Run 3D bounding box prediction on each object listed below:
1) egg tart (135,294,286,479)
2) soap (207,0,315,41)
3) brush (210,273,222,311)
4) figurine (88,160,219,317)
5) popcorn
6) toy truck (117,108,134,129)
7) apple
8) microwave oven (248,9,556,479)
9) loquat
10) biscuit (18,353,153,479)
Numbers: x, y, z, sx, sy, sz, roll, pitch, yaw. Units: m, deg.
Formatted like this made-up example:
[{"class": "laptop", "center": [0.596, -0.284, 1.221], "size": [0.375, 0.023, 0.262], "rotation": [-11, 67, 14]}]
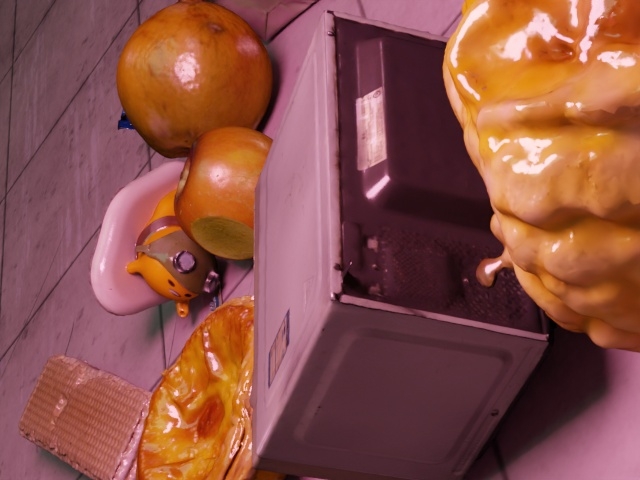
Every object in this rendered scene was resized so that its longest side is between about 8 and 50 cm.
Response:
[{"class": "egg tart", "center": [-0.097, 0.204, 1.691], "size": [0.295, 0.116, 0.294], "rotation": [-40, 37, 40]}, {"class": "soap", "center": [-0.068, -0.420, 2.168], "size": [0.182, 0.138, 0.199], "rotation": [-32, 41, 49]}, {"class": "brush", "center": [-0.136, 0.073, 1.993], "size": [0.016, 0.013, 0.083], "rotation": [-52, 27, 29]}, {"class": "figurine", "center": [-0.182, -0.008, 2.020], "size": [0.141, 0.166, 0.250], "rotation": [-6, 50, 43]}, {"class": "popcorn", "center": [0.267, -0.097, 1.134], "size": [0.382, 0.349, 0.349], "rotation": [-22, 40, 12]}, {"class": "toy truck", "center": [-0.221, -0.233, 2.298], "size": [0.208, 0.126, 0.113], "rotation": [-28, 44, 56]}, {"class": "apple", "center": [-0.109, -0.063, 1.912], "size": [0.163, 0.147, 0.146], "rotation": [-33, 38, 49]}, {"class": "microwave oven", "center": [0.072, 0.013, 1.397], "size": [0.286, 0.219, 0.355], "rotation": [115, 161, -44]}, {"class": "loquat", "center": [-0.172, -0.236, 2.092], "size": [0.213, 0.213, 0.246], "rotation": [-7, 86, 60]}, {"class": "biscuit", "center": [-0.300, 0.242, 2.067], "size": [0.426, 0.078, 0.144], "rotation": [7, 71, 62]}]
